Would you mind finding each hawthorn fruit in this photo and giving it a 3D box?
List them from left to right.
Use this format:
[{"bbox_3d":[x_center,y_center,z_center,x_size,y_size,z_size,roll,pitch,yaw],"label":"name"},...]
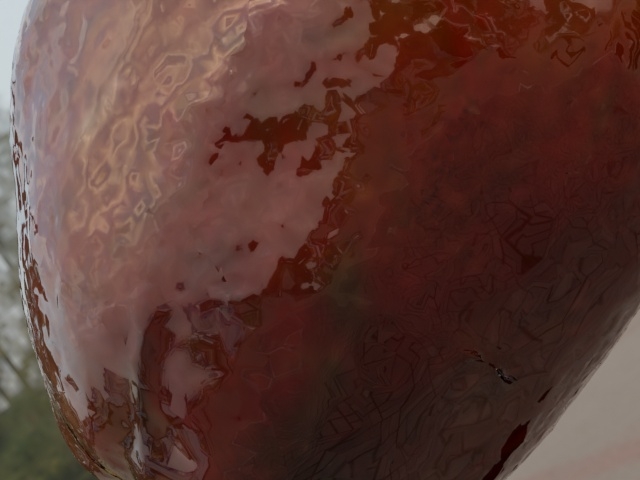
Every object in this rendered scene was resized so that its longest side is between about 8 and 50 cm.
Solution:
[{"bbox_3d":[0.000,0.000,0.595,0.224,0.224,0.261,123,165,-80],"label":"hawthorn fruit"}]
